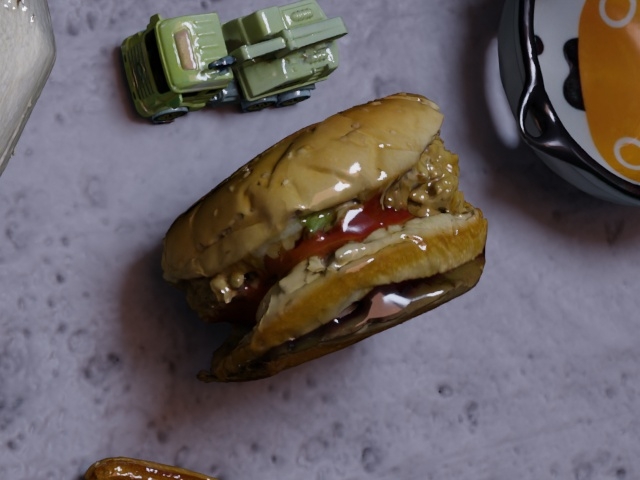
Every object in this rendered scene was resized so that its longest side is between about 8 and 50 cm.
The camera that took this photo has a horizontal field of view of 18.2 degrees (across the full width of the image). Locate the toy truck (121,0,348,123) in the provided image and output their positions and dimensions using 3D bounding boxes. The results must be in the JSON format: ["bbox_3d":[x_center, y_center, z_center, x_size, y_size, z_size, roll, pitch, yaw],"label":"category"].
[{"bbox_3d":[-0.060,-0.146,1.550,0.169,0.100,0.077,-9,81,-31],"label":"toy truck"}]

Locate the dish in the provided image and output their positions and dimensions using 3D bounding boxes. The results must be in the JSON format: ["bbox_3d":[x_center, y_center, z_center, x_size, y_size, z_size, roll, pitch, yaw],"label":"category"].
[{"bbox_3d":[0.250,-0.149,1.714,0.303,0.120,0.303,7,74,-28],"label":"dish"}]

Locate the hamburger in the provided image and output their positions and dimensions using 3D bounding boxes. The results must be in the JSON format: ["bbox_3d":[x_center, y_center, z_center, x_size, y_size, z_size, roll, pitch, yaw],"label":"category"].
[{"bbox_3d":[0.000,0.000,1.481,0.244,0.244,0.163,-23,90,-32],"label":"hamburger"}]

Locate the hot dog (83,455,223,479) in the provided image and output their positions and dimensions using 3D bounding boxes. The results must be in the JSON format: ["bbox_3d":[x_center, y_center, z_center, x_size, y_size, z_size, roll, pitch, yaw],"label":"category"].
[{"bbox_3d":[-0.100,0.206,1.474,0.165,0.045,0.071,17,68,-25],"label":"hot dog"}]

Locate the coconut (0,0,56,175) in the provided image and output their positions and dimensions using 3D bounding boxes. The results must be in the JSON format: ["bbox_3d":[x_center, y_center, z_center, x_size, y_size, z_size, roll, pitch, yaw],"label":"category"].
[{"bbox_3d":[-0.305,-0.103,1.294,0.245,0.245,0.247,25,87,-22],"label":"coconut"}]
